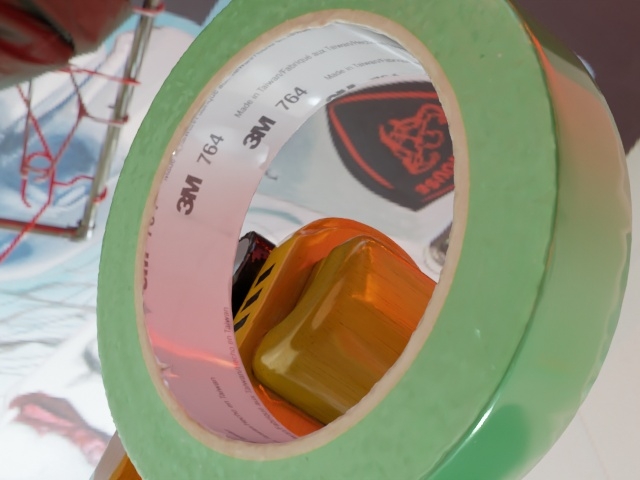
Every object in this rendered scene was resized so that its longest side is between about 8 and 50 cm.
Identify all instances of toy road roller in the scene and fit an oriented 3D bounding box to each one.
[{"bbox_3d":[-0.013,0.130,0.680,0.240,0.202,0.329,-29,-150,56],"label":"toy road roller"}]

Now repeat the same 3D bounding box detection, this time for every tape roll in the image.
[{"bbox_3d":[0.000,0.000,0.472,0.321,0.077,0.321,-15,-113,40],"label":"tape roll"}]
